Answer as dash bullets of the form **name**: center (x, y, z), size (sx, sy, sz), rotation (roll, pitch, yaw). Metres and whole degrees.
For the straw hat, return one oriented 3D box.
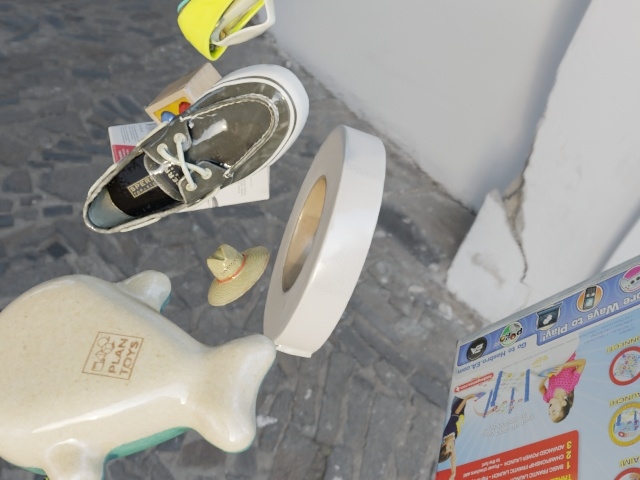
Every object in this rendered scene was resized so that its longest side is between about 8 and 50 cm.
- **straw hat**: center (-0.160, 0.040, 1.294), size (0.061, 0.145, 0.144), rotation (50, 36, -26)

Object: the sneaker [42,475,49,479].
- **sneaker**: center (-0.438, 0.409, 1.245), size (0.078, 0.188, 0.067), rotation (13, 20, 6)

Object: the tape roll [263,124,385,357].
- **tape roll**: center (0.000, 0.000, 1.272), size (0.072, 0.392, 0.391), rotation (18, 42, -12)

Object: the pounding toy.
- **pounding toy**: center (-0.177, -0.176, 1.157), size (0.141, 0.130, 0.100), rotation (50, 52, -24)

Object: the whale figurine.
- **whale figurine**: center (-0.170, 0.132, 0.677), size (0.272, 0.141, 0.216), rotation (3, 55, 14)

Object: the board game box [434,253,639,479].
- **board game box**: center (0.258, 0.192, 0.782), size (0.086, 0.308, 0.301), rotation (36, 47, -19)

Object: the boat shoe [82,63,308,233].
- **boat shoe**: center (-0.103, -0.061, 0.602), size (0.077, 0.219, 0.070), rotation (53, 33, -13)

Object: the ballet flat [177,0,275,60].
- **ballet flat**: center (-0.055, -0.272, 0.799), size (0.077, 0.231, 0.077), rotation (-7, 68, -61)

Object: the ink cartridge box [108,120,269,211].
- **ink cartridge box**: center (-0.249, -0.149, 1.443), size (0.273, 0.114, 0.197), rotation (-10, 32, -15)
